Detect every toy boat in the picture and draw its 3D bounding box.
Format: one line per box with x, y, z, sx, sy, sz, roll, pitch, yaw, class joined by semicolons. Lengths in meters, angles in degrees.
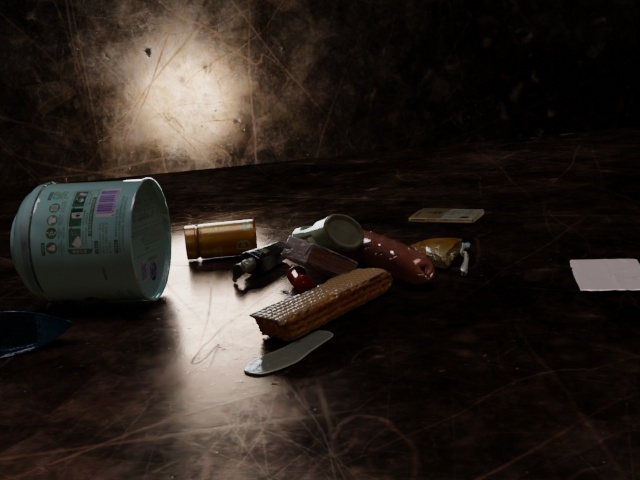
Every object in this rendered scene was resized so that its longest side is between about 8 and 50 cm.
-0.646;0.185;1.610;0.299;0.096;0.062;-8;6;-22;toy boat

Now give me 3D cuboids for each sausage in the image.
0.147;0.031;1.988;0.088;0.087;0.433;-11;16;-25;sausage

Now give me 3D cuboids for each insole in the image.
-0.053;0.207;1.518;0.080;0.003;0.232;7;18;36;insole

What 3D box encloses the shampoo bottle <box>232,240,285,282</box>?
-0.154;0.053;2.044;0.057;0.063;0.208;14;20;25;shampoo bottle

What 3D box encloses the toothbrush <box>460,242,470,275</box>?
0.352;0.044;2.002;0.026;0.022;0.263;-13;12;15;toothbrush

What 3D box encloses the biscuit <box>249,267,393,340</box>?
0.015;0.127;1.699;0.094;0.054;0.379;4;16;39;biscuit

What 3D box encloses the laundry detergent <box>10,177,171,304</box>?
-0.534;0.002;1.889;0.305;0.287;0.287;-2;15;8;laundry detergent

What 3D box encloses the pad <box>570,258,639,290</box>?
0.648;0.075;1.825;0.157;0.004;0.232;-1;15;12;pad

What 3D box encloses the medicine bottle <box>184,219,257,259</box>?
-0.269;-0.002;2.211;0.192;0.096;0.096;-6;14;-6;medicine bottle

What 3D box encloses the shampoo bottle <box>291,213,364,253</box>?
0.000;0.000;2.055;0.118;0.087;0.234;20;-20;-27;shampoo bottle

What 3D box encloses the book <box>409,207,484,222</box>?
0.383;-0.076;2.466;0.199;0.016;0.138;2;16;26;book

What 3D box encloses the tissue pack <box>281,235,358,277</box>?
-0.002;0.044;1.914;0.148;0.060;0.109;24;-2;-36;tissue pack

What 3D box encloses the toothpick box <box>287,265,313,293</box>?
-0.047;0.091;1.882;0.047;0.047;0.083;-7;15;-11;toothpick box

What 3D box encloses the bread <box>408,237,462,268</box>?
0.301;0.021;2.021;0.136;0.054;0.154;-19;21;-30;bread
